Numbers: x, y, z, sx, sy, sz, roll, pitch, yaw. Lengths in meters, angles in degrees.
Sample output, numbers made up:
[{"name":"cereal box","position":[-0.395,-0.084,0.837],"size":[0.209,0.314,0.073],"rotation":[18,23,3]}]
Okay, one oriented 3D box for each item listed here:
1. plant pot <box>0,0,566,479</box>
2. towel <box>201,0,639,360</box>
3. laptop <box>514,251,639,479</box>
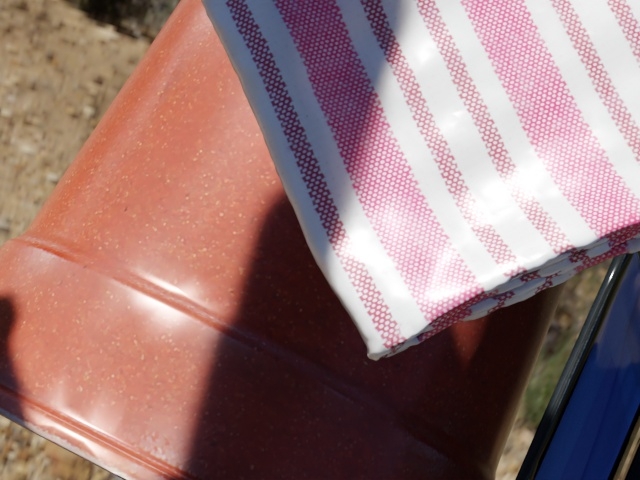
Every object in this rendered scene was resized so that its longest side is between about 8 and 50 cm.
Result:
[{"name":"plant pot","position":[0.000,0.000,0.715],"size":[0.272,0.272,0.265],"rotation":[28,81,0]},{"name":"towel","position":[0.073,-0.067,0.460],"size":[0.197,0.029,0.144],"rotation":[-23,72,-8]},{"name":"laptop","position":[0.165,0.166,0.676],"size":[0.264,0.136,0.234],"rotation":[31,72,-10]}]
